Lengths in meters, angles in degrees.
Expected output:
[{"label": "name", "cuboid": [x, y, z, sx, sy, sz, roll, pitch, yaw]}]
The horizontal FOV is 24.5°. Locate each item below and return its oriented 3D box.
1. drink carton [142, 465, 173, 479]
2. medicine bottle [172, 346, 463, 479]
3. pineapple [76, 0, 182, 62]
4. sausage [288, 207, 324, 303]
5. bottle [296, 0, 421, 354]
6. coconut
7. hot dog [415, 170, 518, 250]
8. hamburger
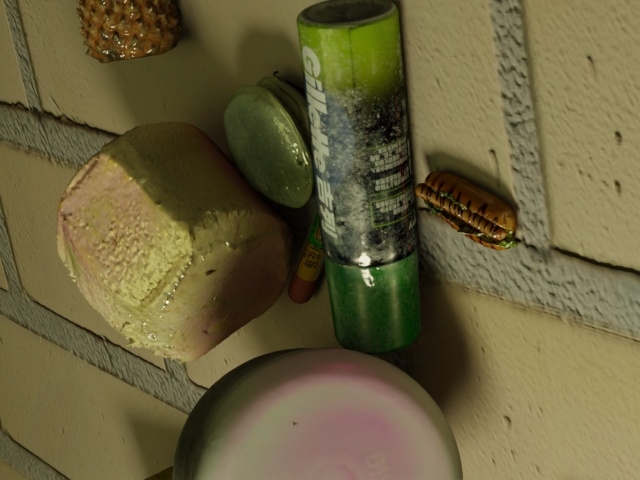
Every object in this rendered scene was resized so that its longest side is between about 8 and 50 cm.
[{"label": "drink carton", "cuboid": [-0.133, 0.394, 1.915, 0.351, 0.111, 0.154, -4, 106, 57]}, {"label": "medicine bottle", "cuboid": [-0.020, 0.234, 1.458, 0.256, 0.256, 0.325, 68, 165, 0]}, {"label": "pineapple", "cuboid": [-0.232, -0.336, 1.613, 0.130, 0.119, 0.277, -60, -42, -72]}, {"label": "sausage", "cuboid": [0.000, 0.000, 1.535, 0.029, 0.029, 0.223, 52, 146, 24]}, {"label": "bottle", "cuboid": [0.041, -0.055, 1.376, 0.093, 0.093, 0.330, 24, 128, 49]}, {"label": "coconut", "cuboid": [-0.172, -0.008, 1.607, 0.245, 0.233, 0.233, 44, 142, 32]}, {"label": "hot dog", "cuboid": [0.129, -0.027, 1.314, 0.122, 0.037, 0.049, 30, 129, 44]}, {"label": "hamburger", "cuboid": [-0.041, -0.102, 1.504, 0.140, 0.062, 0.133, 23, 131, 47]}]
